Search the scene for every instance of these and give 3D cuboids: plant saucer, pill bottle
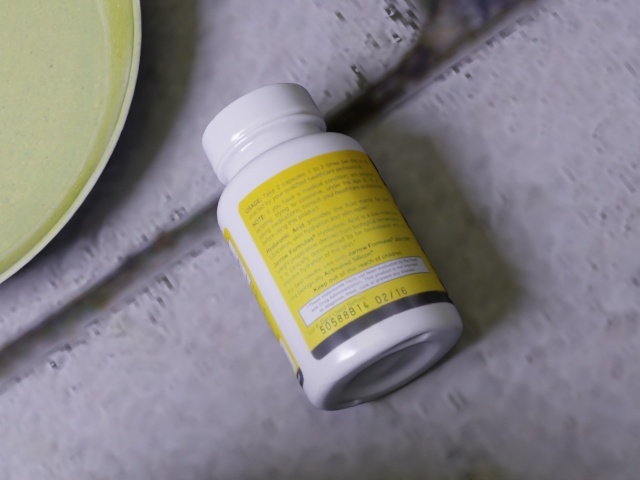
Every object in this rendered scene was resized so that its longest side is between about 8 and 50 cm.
[{"bbox_3d":[-0.188,-0.070,0.638,0.240,0.037,0.241,-3,72,10],"label":"plant saucer"},{"bbox_3d":[0.000,0.000,0.563,0.065,0.065,0.116,-29,70,1],"label":"pill bottle"}]
